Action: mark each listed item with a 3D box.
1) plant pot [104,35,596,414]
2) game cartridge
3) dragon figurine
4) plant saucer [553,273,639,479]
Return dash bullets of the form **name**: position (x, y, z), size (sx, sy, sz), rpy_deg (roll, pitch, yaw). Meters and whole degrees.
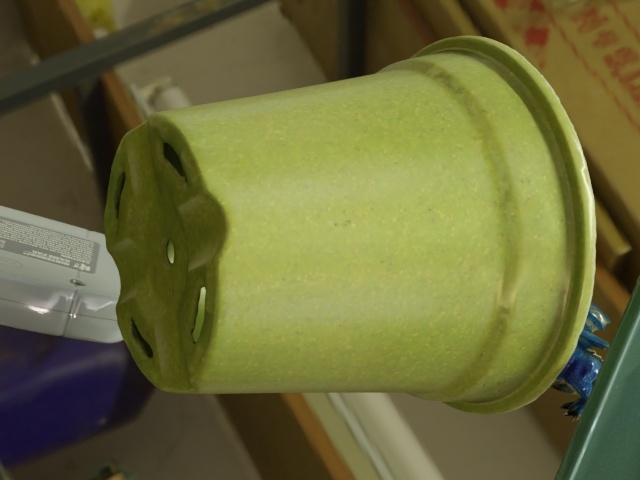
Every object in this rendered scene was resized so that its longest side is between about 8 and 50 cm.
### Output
- **plant pot**: position (0.000, 0.000, 0.872), size (0.276, 0.254, 0.276), rpy_deg (16, -71, 58)
- **game cartridge**: position (-0.309, 0.015, 1.175), size (0.196, 0.294, 0.060), rpy_deg (-118, -135, -75)
- **dragon figurine**: position (0.280, 0.117, 1.439), size (0.085, 0.289, 0.144), rpy_deg (-73, -178, -66)
- **plant saucer**: position (0.214, 0.105, 0.843), size (0.067, 0.192, 0.018), rpy_deg (22, 7, 7)
